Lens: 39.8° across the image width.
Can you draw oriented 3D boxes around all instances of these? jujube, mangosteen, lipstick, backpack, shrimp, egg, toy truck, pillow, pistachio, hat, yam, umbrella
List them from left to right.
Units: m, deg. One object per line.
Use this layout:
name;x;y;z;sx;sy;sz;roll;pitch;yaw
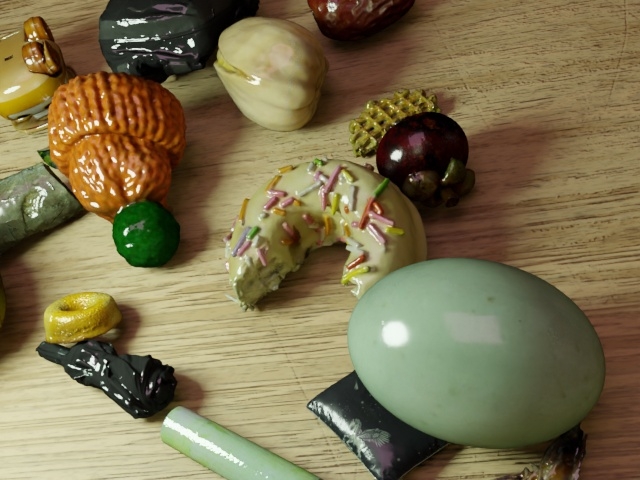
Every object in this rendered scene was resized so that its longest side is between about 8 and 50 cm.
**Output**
yam;-0.647;-0.065;1.883;0.254;0.154;0.154;-31;50;-4
toy truck;-0.701;-0.395;2.111;0.204;0.212;0.288;-25;46;0
umbrella;-0.398;0.235;1.604;0.340;0.118;0.118;9;57;35
hat;-0.413;-0.123;1.810;0.285;0.285;0.400;-9;71;12
backpack;-0.348;-0.529;2.072;0.363;0.255;0.446;-2;39;16
lipstick;-0.126;0.357;1.423;0.304;0.076;0.076;19;62;29
pistachio;-0.101;-0.360;1.873;0.238;0.229;0.321;8;26;-29
jujube;0.092;-0.550;1.983;0.243;0.183;0.183;-26;50;-1
pillow;0.089;0.290;1.412;0.141;0.055;0.208;-33;51;-16
mangosteen;0.201;-0.143;1.643;0.199;0.200;0.200;-9;51;12
egg;0.224;0.164;1.319;0.388;0.276;0.276;13;59;24
shrimp;0.281;0.382;1.274;0.164;0.062;0.317;21;65;34

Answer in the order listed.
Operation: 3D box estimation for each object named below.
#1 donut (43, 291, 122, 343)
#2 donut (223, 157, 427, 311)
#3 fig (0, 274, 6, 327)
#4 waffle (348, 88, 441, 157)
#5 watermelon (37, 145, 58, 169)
donut;-0.453;0.143;1.669;0.151;0.058;0.152;-10;19;3
donut;0.009;-0.006;1.577;0.371;0.150;0.307;8;71;25
fig;-0.779;0.080;1.685;0.343;0.343;0.343;-9;51;12
waffle;0.151;-0.243;1.809;0.191;0.046;0.161;-6;50;15
watermelon;-0.543;-0.220;2.026;0.245;0.063;0.119;-20;31;10
